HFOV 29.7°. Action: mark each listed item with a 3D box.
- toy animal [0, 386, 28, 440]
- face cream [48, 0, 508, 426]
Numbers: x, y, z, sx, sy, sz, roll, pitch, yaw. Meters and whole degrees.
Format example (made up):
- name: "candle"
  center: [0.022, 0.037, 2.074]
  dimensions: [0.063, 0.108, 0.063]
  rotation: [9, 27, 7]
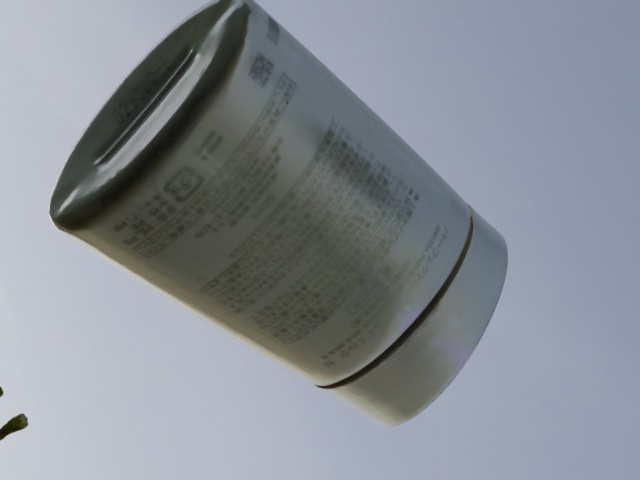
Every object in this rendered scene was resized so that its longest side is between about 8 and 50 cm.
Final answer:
- name: "toy animal"
  center: [-0.254, 0.129, 0.845]
  dimensions: [0.219, 0.095, 0.155]
  rotation: [48, -70, 8]
- name: "face cream"
  center: [0.000, 0.000, 0.791]
  dimensions: [0.173, 0.348, 0.081]
  rotation: [-50, -136, 4]
